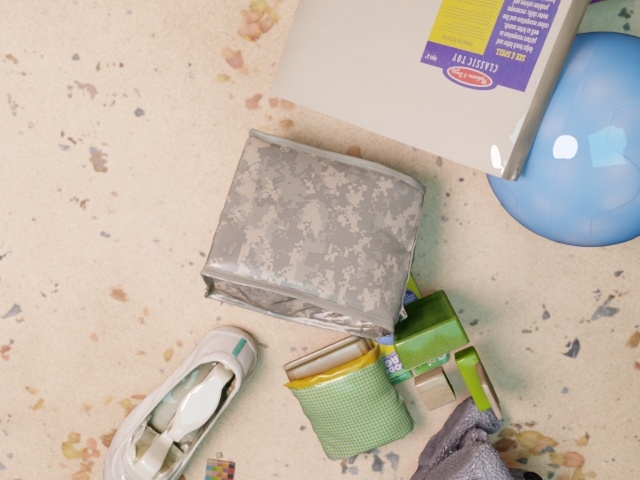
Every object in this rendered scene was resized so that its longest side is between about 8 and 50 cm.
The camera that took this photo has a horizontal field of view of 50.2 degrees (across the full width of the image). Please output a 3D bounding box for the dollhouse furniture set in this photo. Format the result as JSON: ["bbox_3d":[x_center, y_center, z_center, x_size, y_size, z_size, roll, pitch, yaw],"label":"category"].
[{"bbox_3d":[0.099,0.235,1.029,0.301,0.151,0.197,-25,100,9],"label":"dollhouse furniture set"}]

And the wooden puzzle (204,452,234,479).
[{"bbox_3d":[-0.178,0.410,1.199,0.049,0.006,0.083,9,102,0],"label":"wooden puzzle"}]

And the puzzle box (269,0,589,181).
[{"bbox_3d":[0.125,-0.268,0.910,0.409,0.052,0.272,28,104,35],"label":"puzzle box"}]

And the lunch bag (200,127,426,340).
[{"bbox_3d":[0.000,0.000,0.993,0.287,0.169,0.235,15,70,0],"label":"lunch bag"}]

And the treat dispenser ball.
[{"bbox_3d":[0.366,-0.135,0.930,0.288,0.288,0.288,0,101,2],"label":"treat dispenser ball"}]

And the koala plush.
[{"bbox_3d":[0.278,0.409,1.104,0.221,0.196,0.203,35,112,-6],"label":"koala plush"}]

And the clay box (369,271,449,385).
[{"bbox_3d":[0.115,0.132,1.110,0.127,0.053,0.222,-26,99,7],"label":"clay box"}]

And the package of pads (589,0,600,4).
[{"bbox_3d":[0.424,-0.492,0.941,0.229,0.101,0.296,-9,102,11],"label":"package of pads"}]

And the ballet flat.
[{"bbox_3d":[-0.248,0.311,1.119,0.139,0.139,0.400,37,100,-6],"label":"ballet flat"}]
